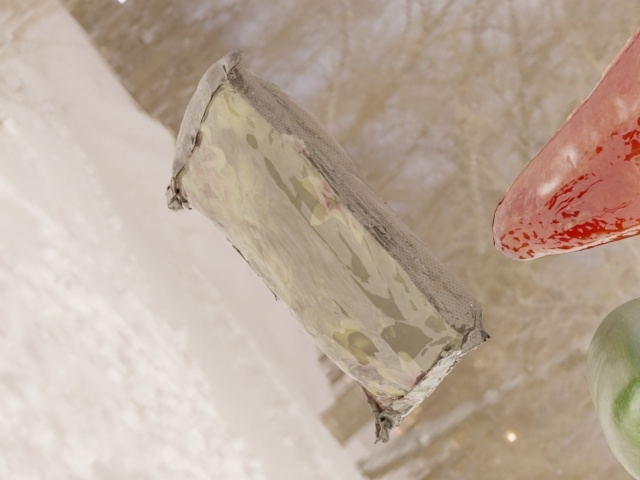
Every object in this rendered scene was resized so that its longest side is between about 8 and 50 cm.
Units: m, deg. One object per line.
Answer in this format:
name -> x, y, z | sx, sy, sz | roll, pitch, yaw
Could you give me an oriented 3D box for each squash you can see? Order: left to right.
squash -> 0.206, 0.085, 0.792 | 0.101, 0.101, 0.378 | 49, 10, 3

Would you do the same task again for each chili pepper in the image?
chili pepper -> 0.122, -0.041, 0.508 | 0.065, 0.169, 0.088 | -14, 68, -49

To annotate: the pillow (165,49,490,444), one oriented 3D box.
pillow -> 0.000, 0.000, 0.875 | 0.255, 0.059, 0.169 | 48, -40, 16
